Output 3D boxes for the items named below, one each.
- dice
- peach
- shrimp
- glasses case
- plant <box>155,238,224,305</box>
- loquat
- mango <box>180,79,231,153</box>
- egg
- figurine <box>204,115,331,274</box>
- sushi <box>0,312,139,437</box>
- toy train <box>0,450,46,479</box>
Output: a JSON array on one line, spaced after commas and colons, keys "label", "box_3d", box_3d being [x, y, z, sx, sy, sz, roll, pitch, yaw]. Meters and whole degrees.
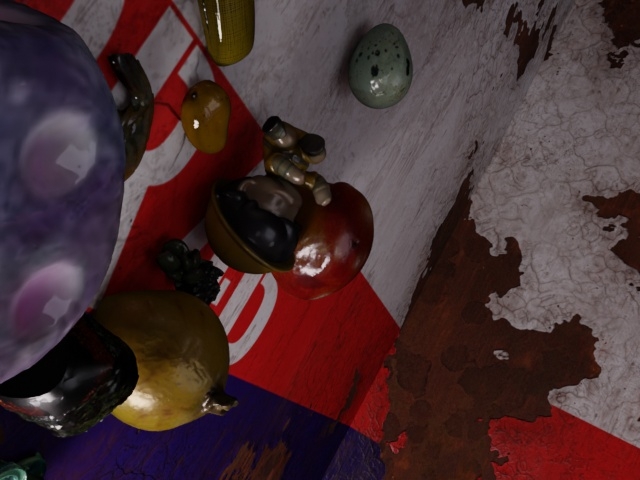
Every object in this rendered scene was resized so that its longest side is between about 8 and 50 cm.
[{"label": "dice", "box_3d": [-0.330, -0.046, 0.469, 0.271, 0.270, 0.270, -22, 132, -56]}, {"label": "peach", "box_3d": [0.000, 0.000, 1.235, 0.200, 0.243, 0.243, 14, 104, -23]}, {"label": "shrimp", "box_3d": [-0.273, -0.167, 0.747, 0.169, 0.058, 0.296, -66, 161, -16]}, {"label": "glasses case", "box_3d": [-0.127, -0.342, 0.858, 0.079, 0.064, 0.234, -40, 148, -30]}, {"label": "plant", "box_3d": [-0.210, 0.053, 1.050, 0.174, 0.087, 0.085, 65, 18, -56]}, {"label": "loquat", "box_3d": [-0.221, 0.179, 0.937, 0.213, 0.246, 0.213, -45, 152, -32]}, {"label": "mango", "box_3d": [-0.163, -0.176, 0.943, 0.080, 0.060, 0.114, -47, 154, -29]}, {"label": "egg", "box_3d": [0.119, -0.342, 1.282, 0.131, 0.131, 0.164, -22, 119, -57]}, {"label": "figurine", "box_3d": [-0.086, -0.068, 1.070, 0.192, 0.167, 0.256, 28, 89, -39]}, {"label": "sushi", "box_3d": [-0.313, 0.119, 0.712, 0.136, 0.225, 0.126, -60, 156, -14]}, {"label": "toy train", "box_3d": [-0.437, 0.356, 0.825, 0.194, 0.120, 0.298, -49, 152, -21]}]
